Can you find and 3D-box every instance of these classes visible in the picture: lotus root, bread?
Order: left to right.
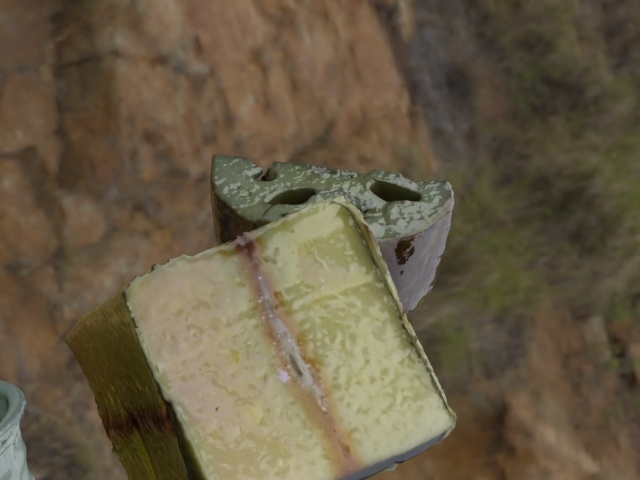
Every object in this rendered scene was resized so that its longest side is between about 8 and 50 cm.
[{"bbox_3d":[-0.052,0.085,1.055,0.168,0.163,0.264,67,-18,0],"label":"bread"},{"bbox_3d":[0.000,0.000,1.489,0.138,0.235,0.119,-57,152,-54],"label":"lotus root"}]

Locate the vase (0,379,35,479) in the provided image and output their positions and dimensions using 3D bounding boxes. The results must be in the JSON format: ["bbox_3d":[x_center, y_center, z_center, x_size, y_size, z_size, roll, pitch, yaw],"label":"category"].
[{"bbox_3d":[-0.262,0.275,1.342,0.143,0.143,0.299,-70,147,-61],"label":"vase"}]
